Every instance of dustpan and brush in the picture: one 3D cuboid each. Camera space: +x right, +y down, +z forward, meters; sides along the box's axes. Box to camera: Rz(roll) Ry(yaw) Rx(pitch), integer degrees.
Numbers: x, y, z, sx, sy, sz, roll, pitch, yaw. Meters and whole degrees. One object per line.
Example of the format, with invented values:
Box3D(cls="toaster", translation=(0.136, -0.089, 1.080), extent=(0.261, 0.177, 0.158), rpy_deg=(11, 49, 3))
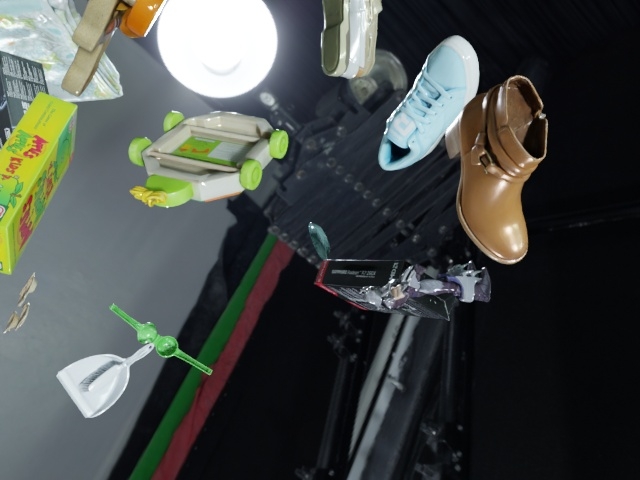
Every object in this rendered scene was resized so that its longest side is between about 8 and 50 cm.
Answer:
Box3D(cls="dustpan and brush", translation=(-0.508, 0.318, 1.216), extent=(0.060, 0.147, 0.211), rpy_deg=(-3, -152, 44))

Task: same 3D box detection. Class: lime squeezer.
Box3D(cls="lime squeezer", translation=(-0.430, 0.265, 1.295), extent=(0.059, 0.310, 0.110), rpy_deg=(-52, -161, -9))

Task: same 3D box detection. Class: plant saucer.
Box3D(cls="plant saucer", translation=(0.000, 0.000, 1.453), extent=(0.021, 0.119, 0.119), rpy_deg=(-23, -160, -13))

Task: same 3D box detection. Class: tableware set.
Box3D(cls="tableware set", translation=(-0.811, 0.172, 1.340), extent=(0.141, 0.020, 0.169), rpy_deg=(-32, -134, 34))

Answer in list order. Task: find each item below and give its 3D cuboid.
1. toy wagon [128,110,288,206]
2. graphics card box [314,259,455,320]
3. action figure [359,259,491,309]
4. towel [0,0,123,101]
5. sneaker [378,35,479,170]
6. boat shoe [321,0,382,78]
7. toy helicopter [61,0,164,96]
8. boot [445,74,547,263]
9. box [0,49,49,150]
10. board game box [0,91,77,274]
Box3D(cls="toy wagon", translation=(-0.233, -0.155, 0.953), extent=(0.267, 0.068, 0.344), rpy_deg=(13, -137, 17))
Box3D(cls="graphics card box", translation=(0.181, 0.141, 1.461), extent=(0.371, 0.233, 0.094), rpy_deg=(-2, -118, 56))
Box3D(cls="action figure", translation=(0.228, 0.105, 1.120), extent=(0.185, 0.285, 0.099), rpy_deg=(123, -39, -82))
Box3D(cls="towel", translation=(-0.678, -0.422, 1.103), extent=(0.320, 0.374, 0.090), rpy_deg=(86, 3, -69))
Box3D(cls="sneaker", translation=(0.226, -0.274, 1.104), extent=(0.150, 0.135, 0.366), rpy_deg=(-39, 162, -26))
Box3D(cls="boat shoe", translation=(0.070, -0.502, 1.048), extent=(0.113, 0.103, 0.302), rpy_deg=(30, -62, 54))
Box3D(cls="toy helicopter", translation=(-0.370, -0.387, 0.853), extent=(0.355, 0.140, 0.235), rpy_deg=(-34, -144, 41))
Box3D(cls="boot", translation=(0.205, -0.069, 0.543), extent=(0.073, 0.197, 0.152), rpy_deg=(-22, 177, -9))
Box3D(cls="box", translation=(-0.518, -0.191, 0.817), extent=(0.147, 0.077, 0.180), rpy_deg=(-21, -99, 28))
Box3D(cls="board game box", translation=(-0.320, -0.065, 0.536), extent=(0.092, 0.043, 0.181), rpy_deg=(129, -27, -47))
